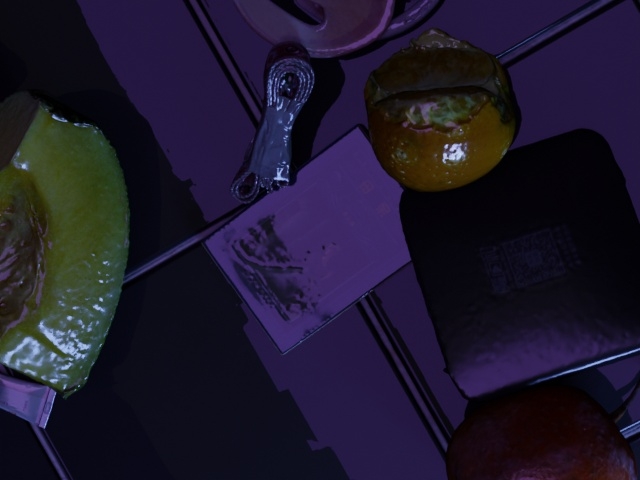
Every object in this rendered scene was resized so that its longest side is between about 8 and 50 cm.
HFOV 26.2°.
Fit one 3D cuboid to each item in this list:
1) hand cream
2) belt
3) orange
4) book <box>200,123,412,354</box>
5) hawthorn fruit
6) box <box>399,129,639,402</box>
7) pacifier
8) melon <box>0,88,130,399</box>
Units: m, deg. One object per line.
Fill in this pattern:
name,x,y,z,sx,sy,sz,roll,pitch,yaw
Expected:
hand cream,-0.477,0.199,1.925,0.216,0.038,0.052,19,124,2
belt,-0.057,-0.145,1.752,0.071,0.053,0.232,10,127,-13
orange,0.147,-0.147,1.678,0.179,0.237,0.158,-11,119,4
book,0.000,0.000,1.814,0.269,0.025,0.191,-36,88,13
hawthorn fruit,0.274,0.284,1.683,0.231,0.235,0.263,22,117,-20
box,0.261,0.032,1.697,0.289,0.073,0.290,-19,72,4
pacifier,0.028,-0.377,1.675,0.220,0.273,0.332,39,102,22
melon,-0.393,-0.014,1.798,0.331,0.226,0.343,31,89,16
